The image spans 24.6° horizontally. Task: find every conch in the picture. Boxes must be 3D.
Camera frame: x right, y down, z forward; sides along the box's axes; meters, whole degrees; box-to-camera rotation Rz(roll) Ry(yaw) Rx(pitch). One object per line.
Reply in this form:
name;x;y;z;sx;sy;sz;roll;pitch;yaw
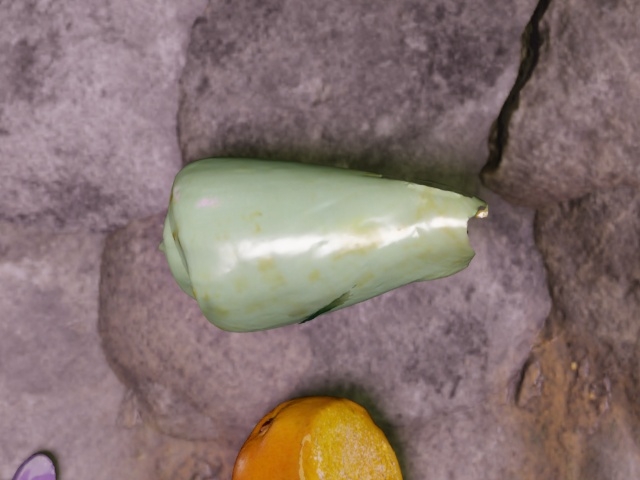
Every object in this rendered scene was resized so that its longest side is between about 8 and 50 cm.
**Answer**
conch;-0.002;-0.001;1.123;0.250;0.143;0.137;-5;42;1

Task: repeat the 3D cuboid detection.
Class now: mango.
mango;0.000;0.229;1.147;0.141;0.102;0.217;-17;94;-41

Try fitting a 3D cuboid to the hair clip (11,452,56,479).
hair clip;-0.255;0.203;1.081;0.278;0.090;0.137;40;63;-18
